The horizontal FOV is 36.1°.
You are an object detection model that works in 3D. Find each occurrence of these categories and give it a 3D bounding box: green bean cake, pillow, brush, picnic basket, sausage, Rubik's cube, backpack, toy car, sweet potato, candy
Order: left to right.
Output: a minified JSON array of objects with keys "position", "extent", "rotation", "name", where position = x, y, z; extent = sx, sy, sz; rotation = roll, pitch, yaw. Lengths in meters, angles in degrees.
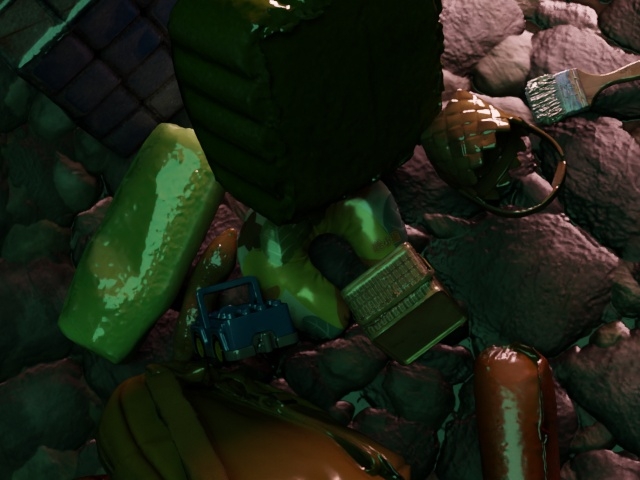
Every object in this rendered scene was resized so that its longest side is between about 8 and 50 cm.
[{"position":[-0.313,-0.380,1.372],"extent":[0.344,0.337,0.344],"rotation":[-42,70,0],"name":"Rubik's cube"},{"position":[-0.238,0.004,1.368],"extent":[0.142,0.132,0.344],"rotation":[28,86,1],"name":"candy"},{"position":[-0.166,0.083,1.365],"extent":[0.065,0.051,0.218],"rotation":[20,89,61],"name":"sweet potato"},{"position":[-0.105,0.102,1.264],"extent":[0.097,0.191,0.100],"rotation":[-14,92,-23],"name":"toy car"},{"position":[-0.087,0.285,1.160],"extent":[0.378,0.353,0.201],"rotation":[38,112,49],"name":"backpack"},{"position":[-0.011,-0.224,1.211],"extent":[0.335,0.319,0.218],"rotation":[-35,48,-30],"name":"green bean cake"},{"position":[0.000,0.000,1.336],"extent":[0.214,0.086,0.233],"rotation":[42,87,9],"name":"pillow"},{"position":[0.107,0.083,1.239],"extent":[0.115,0.164,0.079],"rotation":[-37,62,4],"name":"picnic basket"},{"position":[0.229,-0.100,1.264],"extent":[0.178,0.138,0.128],"rotation":[30,84,25],"name":"picnic basket"},{"position":[0.243,0.290,1.186],"extent":[0.102,0.102,0.331],"rotation":[-6,76,13],"name":"sausage"},{"position":[0.376,-0.212,1.316],"extent":[0.196,0.021,0.070],"rotation":[-18,74,9],"name":"brush"}]

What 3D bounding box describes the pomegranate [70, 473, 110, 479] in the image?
[{"position":[-0.275,0.430,1.250],"extent":[0.230,0.231,0.286],"rotation":[24,125,19],"name":"pomegranate"}]
